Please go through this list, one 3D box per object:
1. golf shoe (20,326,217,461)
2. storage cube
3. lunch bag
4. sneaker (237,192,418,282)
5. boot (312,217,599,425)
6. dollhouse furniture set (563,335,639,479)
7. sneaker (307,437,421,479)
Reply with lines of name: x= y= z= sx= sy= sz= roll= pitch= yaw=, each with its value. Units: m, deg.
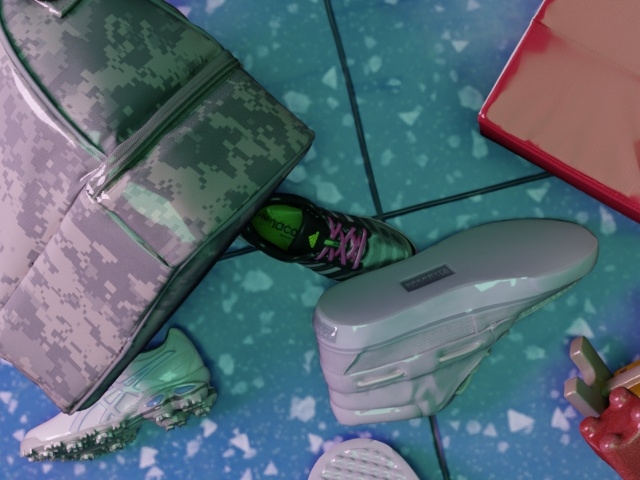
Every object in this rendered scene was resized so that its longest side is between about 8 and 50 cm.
golf shoe: x=-0.180 y=0.135 z=1.578 sx=0.176 sy=0.069 sz=0.086 roll=-21 pitch=72 yaw=-1
storage cube: x=0.253 y=-0.124 z=1.480 sx=0.193 sy=0.215 sz=0.184 roll=30 pitch=93 yaw=6
lunch bag: x=-0.189 y=-0.054 z=1.439 sx=0.256 sy=0.305 sz=0.212 roll=40 pitch=47 yaw=-2
sneaker: x=0.000 y=0.000 z=1.553 sx=0.170 sy=0.075 sz=0.063 roll=18 pitch=92 yaw=0
boot: x=0.117 y=0.072 z=1.559 sx=0.258 sy=0.095 sz=0.123 roll=-16 pitch=126 yaw=-13
dollhouse furniture set: x=0.375 y=0.114 z=1.424 sx=0.374 sy=0.201 sz=0.152 roll=-31 pitch=112 yaw=32
sneaker: x=0.068 y=0.331 z=1.551 sx=0.126 sy=0.127 sz=0.321 roll=-17 pitch=67 yaw=-4
